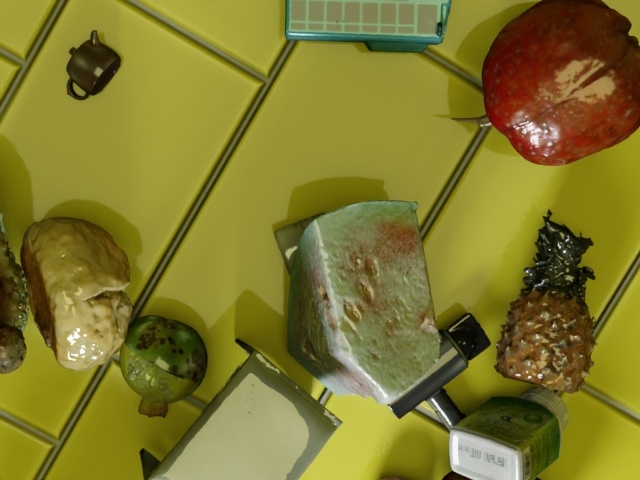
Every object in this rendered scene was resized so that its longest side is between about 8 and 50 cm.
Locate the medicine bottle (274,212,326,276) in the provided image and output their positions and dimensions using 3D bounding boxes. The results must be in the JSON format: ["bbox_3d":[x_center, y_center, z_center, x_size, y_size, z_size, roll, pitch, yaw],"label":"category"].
[{"bbox_3d":[0.000,0.000,1.892,0.130,0.080,0.080,-20,99,-2],"label":"medicine bottle"}]

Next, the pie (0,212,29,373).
[{"bbox_3d":[-0.627,0.023,1.792,0.395,0.180,0.418,-15,94,17],"label":"pie"}]

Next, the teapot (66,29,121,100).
[{"bbox_3d":[-0.353,-0.263,1.835,0.068,0.076,0.121,37,123,1],"label":"teapot"}]

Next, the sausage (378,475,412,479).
[{"bbox_3d":[0.101,0.513,1.961,0.105,0.105,0.274,13,96,-6],"label":"sausage"}]

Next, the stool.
[{"bbox_3d":[-0.127,0.296,1.812,0.170,0.269,0.243,41,83,-8],"label":"stool"}]

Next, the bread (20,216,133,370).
[{"bbox_3d":[-0.357,0.075,1.801,0.134,0.244,0.244,-16,99,-25],"label":"bread"}]

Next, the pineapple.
[{"bbox_3d":[0.367,0.095,1.918,0.158,0.158,0.279,11,85,-6],"label":"pineapple"}]

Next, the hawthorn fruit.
[{"bbox_3d":[0.368,-0.235,1.811,0.258,0.258,0.262,32,88,-8],"label":"hawthorn fruit"}]

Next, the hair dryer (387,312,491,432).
[{"bbox_3d":[0.227,0.263,1.962,0.195,0.078,0.248,-36,109,0],"label":"hair dryer"}]

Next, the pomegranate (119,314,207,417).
[{"bbox_3d":[-0.241,0.188,1.883,0.143,0.122,0.169,15,134,21],"label":"pomegranate"}]

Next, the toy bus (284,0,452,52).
[{"bbox_3d":[0.071,-0.360,1.827,0.256,0.128,0.147,2,99,-3],"label":"toy bus"}]

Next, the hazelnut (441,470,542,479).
[{"bbox_3d":[0.282,0.465,1.926,0.229,0.229,0.229,-1,98,-5],"label":"hazelnut"}]

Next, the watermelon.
[{"bbox_3d":[0.078,0.128,1.803,0.228,0.258,0.387,-10,134,-11],"label":"watermelon"}]

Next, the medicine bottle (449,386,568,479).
[{"bbox_3d":[0.305,0.306,1.903,0.132,0.188,0.088,12,116,37],"label":"medicine bottle"}]
